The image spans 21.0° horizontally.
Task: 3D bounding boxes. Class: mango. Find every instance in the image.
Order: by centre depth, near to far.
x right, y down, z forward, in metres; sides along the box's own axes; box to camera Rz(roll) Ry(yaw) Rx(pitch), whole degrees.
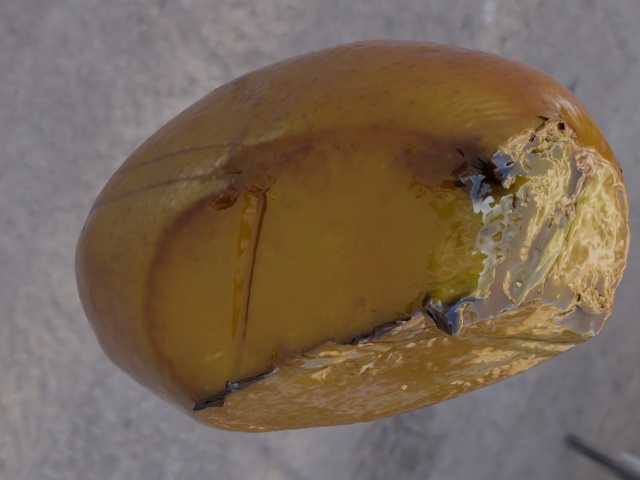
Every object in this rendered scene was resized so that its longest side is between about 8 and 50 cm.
[{"bbox_3d":[0.000,0.000,0.674,0.126,0.252,0.153,23,68,-45],"label":"mango"}]
